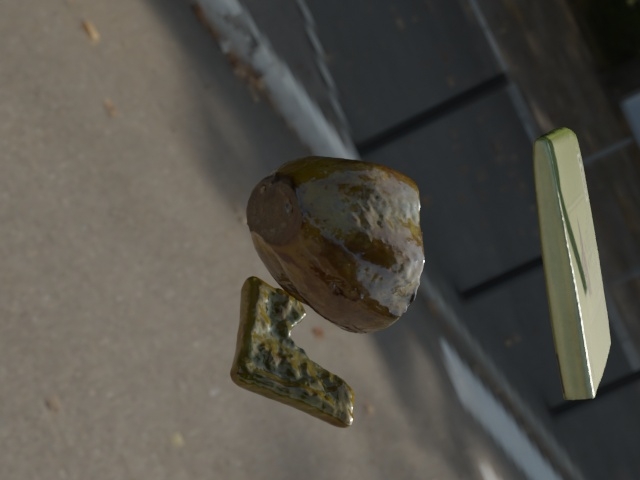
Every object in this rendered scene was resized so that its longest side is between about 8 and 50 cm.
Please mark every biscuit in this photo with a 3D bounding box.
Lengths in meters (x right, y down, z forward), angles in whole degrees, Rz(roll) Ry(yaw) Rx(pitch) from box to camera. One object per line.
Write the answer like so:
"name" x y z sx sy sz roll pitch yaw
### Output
"biscuit" -0.035 0.141 2.033 0.174 0.039 0.183 21 44 -21

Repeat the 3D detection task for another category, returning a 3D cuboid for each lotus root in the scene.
"lotus root" -0.001 0.000 1.821 0.180 0.188 0.199 19 62 -47

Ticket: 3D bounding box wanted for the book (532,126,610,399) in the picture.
"book" 0.245 0.010 1.556 0.352 0.035 0.239 -23 104 -76
